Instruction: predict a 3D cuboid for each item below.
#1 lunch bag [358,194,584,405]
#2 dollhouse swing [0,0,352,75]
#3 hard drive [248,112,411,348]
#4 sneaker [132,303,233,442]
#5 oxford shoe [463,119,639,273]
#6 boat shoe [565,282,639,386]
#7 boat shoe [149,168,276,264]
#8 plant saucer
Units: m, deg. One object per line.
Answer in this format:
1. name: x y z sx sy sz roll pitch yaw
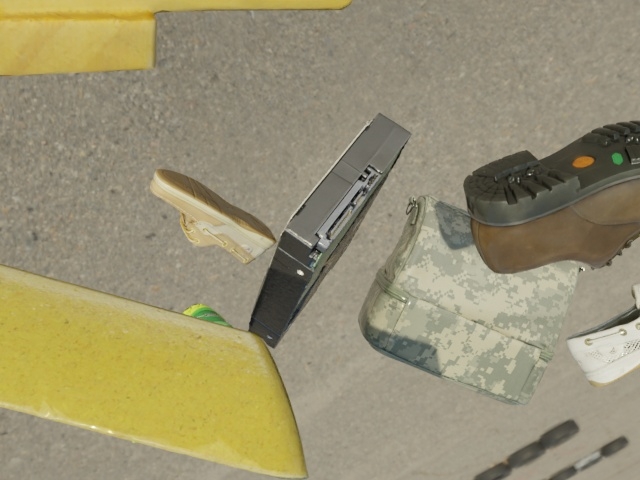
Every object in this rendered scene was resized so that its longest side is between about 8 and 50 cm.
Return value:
1. lunch bag: 0.243 0.088 0.993 0.305 0.212 0.256 23 97 -1
2. dollhouse swing: -0.138 -0.308 0.343 0.305 0.315 0.347 -34 143 -48
3. hard drive: 0.000 0.000 0.881 0.237 0.064 0.339 -53 175 -30
4. sneaker: -0.256 0.241 1.130 0.123 0.295 0.109 22 140 10
5. oxford shoe: 0.222 -0.032 0.467 0.227 0.083 0.096 -16 119 0
6. boat shoe: 0.481 0.100 0.866 0.277 0.096 0.098 -39 169 18
7. boat shoe: -0.124 -0.018 0.679 0.170 0.063 0.059 33 104 -39
8. plant saucer: -0.173 0.088 0.506 0.332 0.081 0.333 16 170 -4
